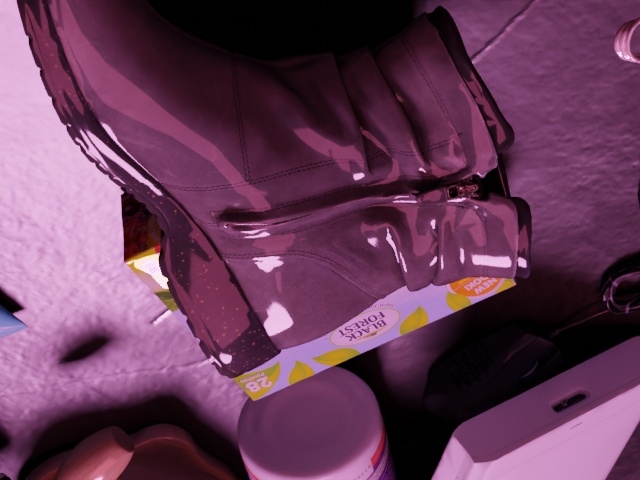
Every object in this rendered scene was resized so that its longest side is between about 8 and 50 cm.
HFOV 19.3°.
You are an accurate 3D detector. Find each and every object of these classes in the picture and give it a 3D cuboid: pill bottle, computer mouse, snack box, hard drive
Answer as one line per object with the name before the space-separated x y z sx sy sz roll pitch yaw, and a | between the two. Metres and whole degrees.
pill bottle | 0.006 0.191 1.429 0.108 0.108 0.193 -13 138 2
computer mouse | 0.183 0.077 1.393 0.242 0.041 0.071 -30 134 20
snack box | 0.000 0.000 1.248 0.207 0.070 0.174 -23 134 15
hard drive | 0.143 0.213 1.463 0.203 0.040 0.307 -22 148 -33

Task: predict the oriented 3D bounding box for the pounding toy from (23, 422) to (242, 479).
pounding toy | -0.137 0.246 1.425 0.154 0.155 0.269 -31 134 15

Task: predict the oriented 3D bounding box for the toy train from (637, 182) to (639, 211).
toy train | 0.285 -0.058 1.241 0.105 0.080 0.184 10 134 -13

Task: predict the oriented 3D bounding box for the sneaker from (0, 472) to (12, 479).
sneaker | -0.394 0.197 1.339 0.384 0.147 0.145 20 164 -29

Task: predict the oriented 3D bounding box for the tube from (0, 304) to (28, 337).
tube | -0.279 0.024 1.238 0.080 0.052 0.207 -18 143 15

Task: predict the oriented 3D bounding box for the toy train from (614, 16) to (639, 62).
toy train | 0.185 -0.191 1.086 0.125 0.046 0.166 -25 120 6

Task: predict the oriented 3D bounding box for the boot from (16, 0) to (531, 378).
boot | -0.021 -0.090 1.087 0.222 0.118 0.338 -23 124 11
